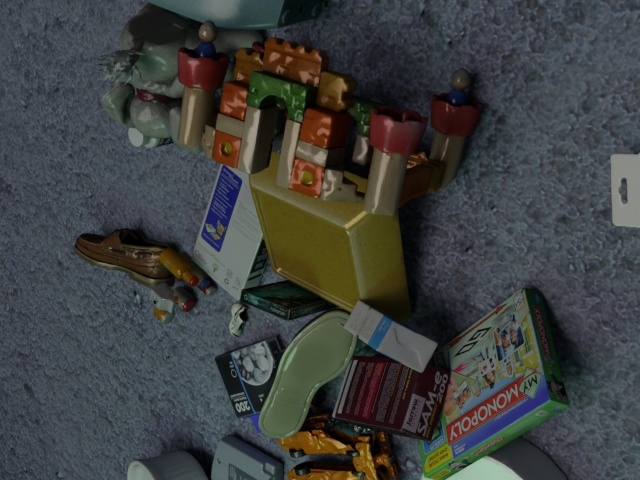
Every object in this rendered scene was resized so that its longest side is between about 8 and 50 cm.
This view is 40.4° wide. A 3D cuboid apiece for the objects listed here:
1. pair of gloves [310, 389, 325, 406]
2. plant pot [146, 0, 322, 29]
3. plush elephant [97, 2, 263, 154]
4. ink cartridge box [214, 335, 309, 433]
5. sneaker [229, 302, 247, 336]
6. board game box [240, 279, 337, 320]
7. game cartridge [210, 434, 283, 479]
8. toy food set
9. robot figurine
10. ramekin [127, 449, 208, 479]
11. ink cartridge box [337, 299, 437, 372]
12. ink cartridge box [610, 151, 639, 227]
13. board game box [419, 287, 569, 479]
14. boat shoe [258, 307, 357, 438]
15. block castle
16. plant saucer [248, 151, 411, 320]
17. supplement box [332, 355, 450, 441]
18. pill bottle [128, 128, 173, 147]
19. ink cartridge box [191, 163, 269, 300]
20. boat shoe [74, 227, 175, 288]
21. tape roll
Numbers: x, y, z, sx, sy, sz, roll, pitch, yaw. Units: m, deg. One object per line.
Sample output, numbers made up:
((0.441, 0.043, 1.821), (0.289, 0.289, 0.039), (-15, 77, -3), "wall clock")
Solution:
((-0.025, 0.319, 1.874), (0.074, 0.010, 0.083), (-40, 78, 41), "pair of gloves")
((-0.118, -0.500, 1.537), (0.252, 0.247, 0.248), (31, 123, 19), "plant pot")
((-0.301, -0.317, 1.751), (0.271, 0.330, 0.255), (32, 141, 21), "plush elephant")
((-0.132, 0.333, 1.946), (0.206, 0.045, 0.208), (-25, 88, 46), "ink cartridge box")
((-0.182, 0.182, 1.951), (0.037, 0.032, 0.083), (20, 117, 35), "sneaker")
((-0.048, 0.111, 1.705), (0.126, 0.186, 0.026), (18, 108, 35), "board game box")
((-0.179, 0.618, 2.081), (0.198, 0.062, 0.297), (22, 118, 39), "game cartridge")
((-0.309, 0.117, 1.985), (0.104, 0.111, 0.232), (41, 136, 23), "toy food set")
((0.038, 0.444, 1.804), (0.291, 0.085, 0.211), (-10, 98, 38), "robot figurine")
((-0.363, 0.657, 2.159), (0.277, 0.135, 0.277), (29, 126, 49), "ramekin")
((0.113, 0.162, 1.539), (0.060, 0.104, 0.180), (-62, 25, -1), "ink cartridge box")
((0.519, -0.074, 1.231), (0.198, 0.067, 0.115), (5, 107, 38), "ink cartridge box")
((0.276, 0.250, 1.487), (0.317, 0.046, 0.214), (-46, 35, 40), "board game box")
((-0.028, 0.248, 1.759), (0.127, 0.113, 0.340), (18, 120, -10), "boat shoe")
((0.005, -0.224, 1.433), (0.453, 0.303, 0.213), (22, 114, 26), "block castle")
((0.000, 0.000, 1.610), (0.332, 0.081, 0.333), (24, 144, 33), "plant saucer")
((0.126, 0.286, 1.605), (0.239, 0.073, 0.130), (-8, 60, 61), "supplement box")
((-0.357, -0.239, 1.903), (0.067, 0.120, 0.067), (15, 114, 37), "pill bottle")
((-0.164, -0.048, 1.839), (0.165, 0.065, 0.333), (41, 128, 25), "ink cartridge box")
((-0.467, 0.019, 2.106), (0.307, 0.110, 0.105), (17, 111, 26), "boat shoe")
((0.317, 0.493, 1.573), (0.286, 0.100, 0.286), (14, 113, 37), "tape roll")
